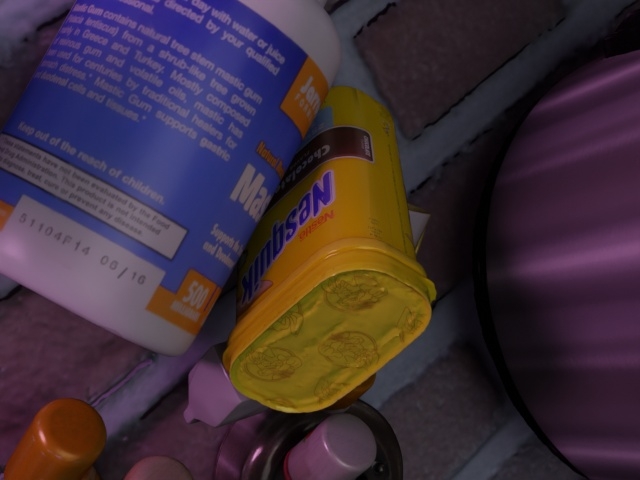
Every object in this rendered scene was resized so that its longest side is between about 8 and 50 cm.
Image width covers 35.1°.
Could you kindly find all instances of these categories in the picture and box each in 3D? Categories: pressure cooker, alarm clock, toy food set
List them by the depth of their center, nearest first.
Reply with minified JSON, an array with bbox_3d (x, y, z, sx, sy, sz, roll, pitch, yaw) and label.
[{"bbox_3d":[-0.067,0.137,0.613,0.232,0.104,0.111,-12,64,-42],"label":"toy food set"},{"bbox_3d":[0.351,0.003,0.637,0.375,0.420,0.370,36,70,-16],"label":"pressure cooker"},{"bbox_3d":[-0.010,0.149,0.704,0.129,0.064,0.192,-23,104,-23],"label":"alarm clock"}]

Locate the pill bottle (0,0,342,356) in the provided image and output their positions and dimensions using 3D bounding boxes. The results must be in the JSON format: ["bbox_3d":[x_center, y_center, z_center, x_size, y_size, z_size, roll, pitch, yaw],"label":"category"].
[{"bbox_3d":[-0.081,-0.084,0.582,0.152,0.152,0.272,32,82,-27],"label":"pill bottle"}]

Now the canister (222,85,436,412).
[{"bbox_3d":[0.000,0.000,0.608,0.073,0.170,0.126,29,125,-27],"label":"canister"}]

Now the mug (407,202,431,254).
[{"bbox_3d":[0.046,0.003,0.714,0.078,0.062,0.064,14,98,-22],"label":"mug"}]

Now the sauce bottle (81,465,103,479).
[{"bbox_3d":[-0.142,0.186,0.650,0.042,0.042,0.128,-37,113,-19],"label":"sauce bottle"}]
